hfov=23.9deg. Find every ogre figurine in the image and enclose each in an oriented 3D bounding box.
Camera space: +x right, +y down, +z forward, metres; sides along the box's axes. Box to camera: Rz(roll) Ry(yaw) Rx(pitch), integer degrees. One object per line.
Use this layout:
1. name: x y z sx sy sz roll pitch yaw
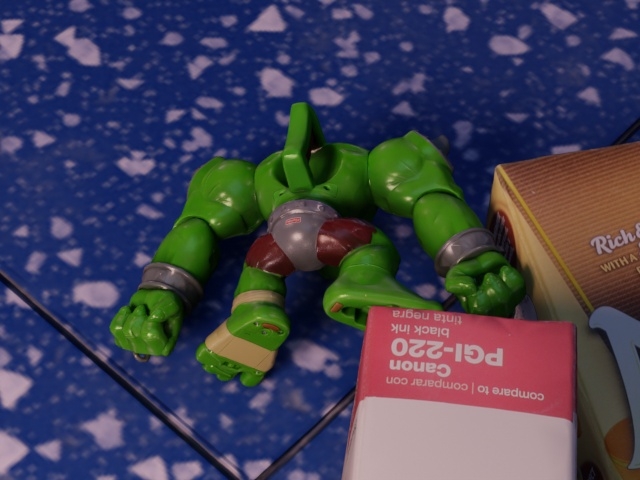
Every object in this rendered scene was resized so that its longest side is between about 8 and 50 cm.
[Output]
1. ogre figurine: 0.000 0.000 0.761 0.197 0.097 0.118 -20 47 27

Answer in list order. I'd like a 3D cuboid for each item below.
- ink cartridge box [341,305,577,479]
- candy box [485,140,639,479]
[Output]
1. ink cartridge box: 0.047 0.159 0.611 0.092 0.159 0.218 5 53 0
2. candy box: 0.208 0.093 0.710 0.182 0.088 0.316 -9 55 -9
